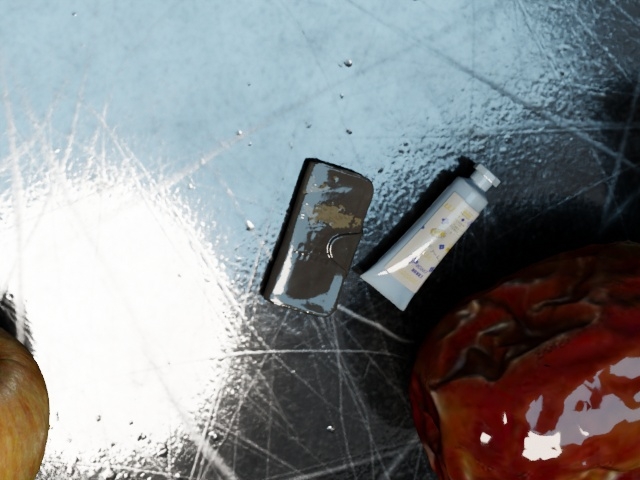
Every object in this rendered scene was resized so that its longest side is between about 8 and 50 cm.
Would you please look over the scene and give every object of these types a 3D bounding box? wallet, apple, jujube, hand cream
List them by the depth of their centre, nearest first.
[{"bbox_3d":[-0.358,0.173,1.476,0.211,0.211,0.188,10,126,-16],"label":"apple"},{"bbox_3d":[0.283,0.142,1.605,0.377,0.276,0.276,-21,106,-8],"label":"jujube"},{"bbox_3d":[0.000,0.000,1.624,0.082,0.018,0.156,18,96,-18],"label":"wallet"},{"bbox_3d":[0.120,-0.008,1.639,0.065,0.043,0.170,40,92,-22],"label":"hand cream"}]
